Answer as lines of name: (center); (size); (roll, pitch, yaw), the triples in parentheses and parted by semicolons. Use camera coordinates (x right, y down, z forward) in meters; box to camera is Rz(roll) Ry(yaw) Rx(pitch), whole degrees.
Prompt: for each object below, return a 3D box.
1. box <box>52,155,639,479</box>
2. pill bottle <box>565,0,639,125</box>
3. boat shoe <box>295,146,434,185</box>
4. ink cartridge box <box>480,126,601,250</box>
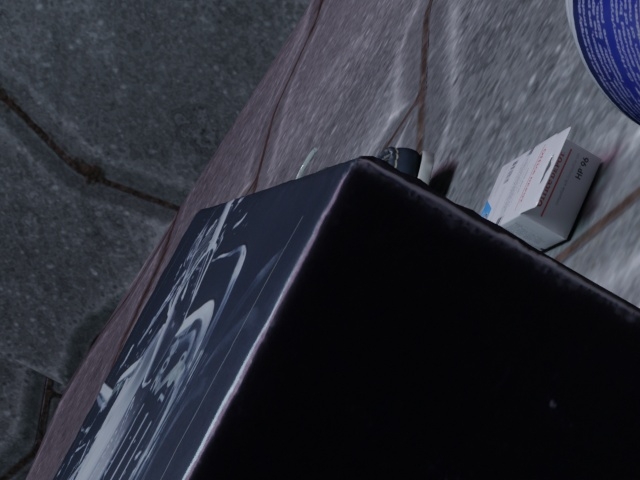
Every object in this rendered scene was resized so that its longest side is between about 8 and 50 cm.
box: (-0.025, 0.170, 0.563); (0.343, 0.179, 0.312); (-62, 8, -7)
pill bottle: (0.147, -0.085, 0.589); (0.112, 0.112, 0.187); (-61, 10, 4)
boat shoe: (0.000, 0.000, 1.204); (0.254, 0.079, 0.095); (-45, 18, 59)
ink cartridge box: (0.110, -0.021, 0.850); (0.048, 0.028, 0.083); (-64, 10, -18)
